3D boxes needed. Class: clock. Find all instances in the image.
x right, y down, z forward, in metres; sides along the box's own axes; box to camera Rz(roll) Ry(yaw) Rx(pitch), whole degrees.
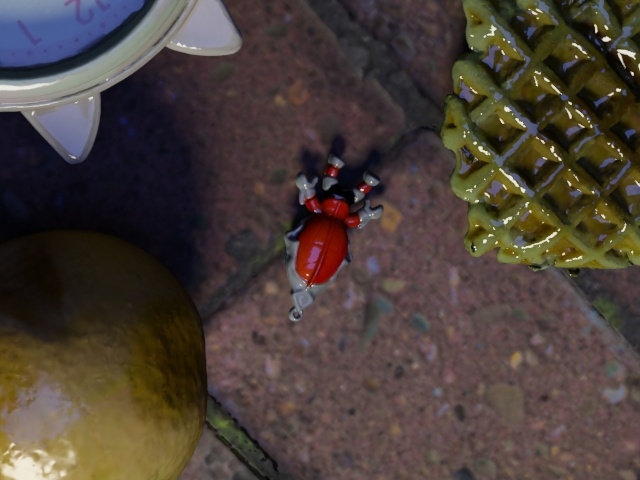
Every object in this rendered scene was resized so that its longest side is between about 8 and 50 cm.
[{"bbox_3d":[-0.195,-0.212,1.124,0.265,0.108,0.324,-35,106,1],"label":"clock"}]

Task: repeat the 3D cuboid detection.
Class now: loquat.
[{"bbox_3d":[-0.174,0.087,1.153,0.213,0.213,0.213,-2,104,-7],"label":"loquat"}]

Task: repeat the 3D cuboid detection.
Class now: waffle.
[{"bbox_3d":[0.183,-0.076,1.230,0.214,0.054,0.207,-3,100,-12],"label":"waffle"}]

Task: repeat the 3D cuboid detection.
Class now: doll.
[{"bbox_3d":[-0.001,0.000,1.234,0.057,0.039,0.114,23,89,-41],"label":"doll"}]
